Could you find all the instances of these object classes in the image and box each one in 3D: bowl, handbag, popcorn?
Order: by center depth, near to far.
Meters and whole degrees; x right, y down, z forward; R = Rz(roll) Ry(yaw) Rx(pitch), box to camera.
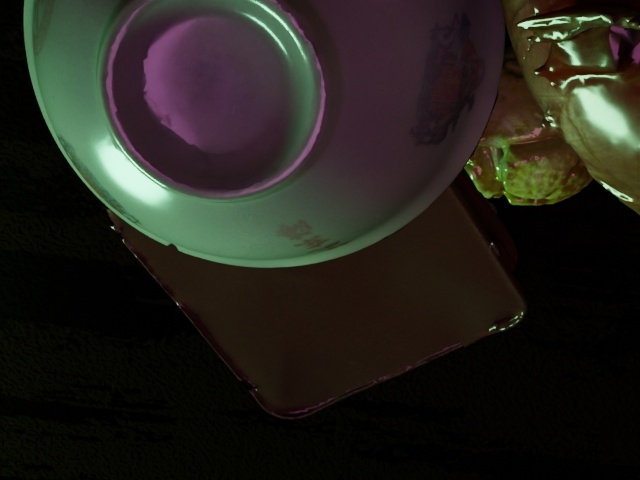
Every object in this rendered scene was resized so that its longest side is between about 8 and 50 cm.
[{"bbox_3d":[-0.053,-0.115,0.863,0.346,0.157,0.345,3,111,7],"label":"bowl"},{"bbox_3d":[0.147,-0.079,0.979,0.106,0.116,0.120,-40,125,-1],"label":"popcorn"},{"bbox_3d":[0.000,0.001,1.069,0.260,0.084,0.275,-24,123,20],"label":"handbag"}]

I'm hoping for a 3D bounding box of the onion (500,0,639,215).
[{"bbox_3d":[0.256,-0.165,0.777,0.354,0.353,0.353,0,128,0],"label":"onion"}]
